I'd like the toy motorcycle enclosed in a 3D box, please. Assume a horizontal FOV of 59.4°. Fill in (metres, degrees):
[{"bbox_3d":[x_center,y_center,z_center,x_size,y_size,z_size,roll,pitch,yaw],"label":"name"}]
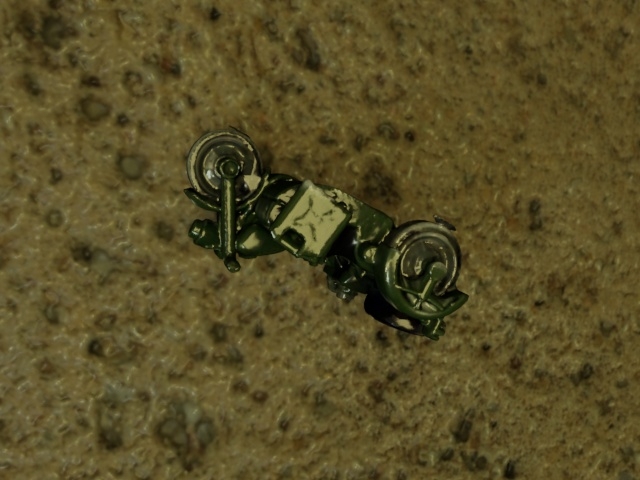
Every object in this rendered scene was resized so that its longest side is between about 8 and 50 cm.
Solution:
[{"bbox_3d":[0.000,0.000,0.527,0.275,0.205,0.127,25,92,-20],"label":"toy motorcycle"}]
